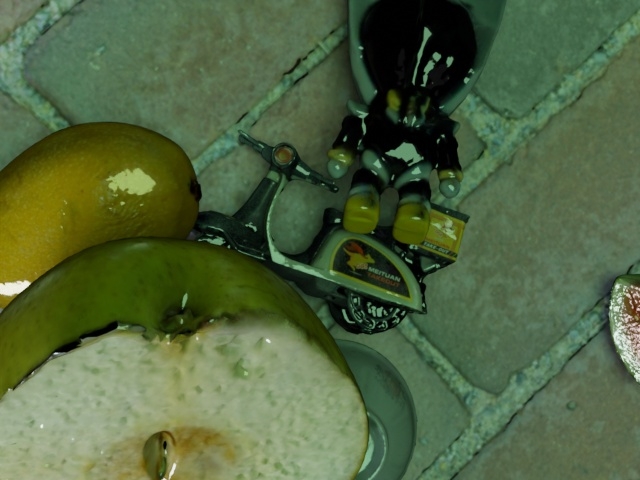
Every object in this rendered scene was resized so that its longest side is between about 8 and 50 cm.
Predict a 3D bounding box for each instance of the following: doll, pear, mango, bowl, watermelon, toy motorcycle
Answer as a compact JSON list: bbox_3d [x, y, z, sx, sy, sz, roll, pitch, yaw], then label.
[{"bbox_3d":[0.092,-0.153,0.979,0.145,0.103,0.316,2,68,23],"label":"doll"},{"bbox_3d":[-0.144,0.142,0.890,0.340,0.191,0.386,0,131,-19],"label":"pear"},{"bbox_3d":[-0.233,-0.020,0.938,0.262,0.109,0.157,-16,102,9],"label":"mango"},{"bbox_3d":[0.016,0.197,1.008,0.189,0.086,0.189,0,92,-10],"label":"bowl"},{"bbox_3d":[0.378,0.083,1.071,0.135,0.094,0.125,-16,87,-14],"label":"watermelon"},{"bbox_3d":[0.000,0.000,0.998,0.263,0.091,0.157,20,80,-13],"label":"toy motorcycle"}]
